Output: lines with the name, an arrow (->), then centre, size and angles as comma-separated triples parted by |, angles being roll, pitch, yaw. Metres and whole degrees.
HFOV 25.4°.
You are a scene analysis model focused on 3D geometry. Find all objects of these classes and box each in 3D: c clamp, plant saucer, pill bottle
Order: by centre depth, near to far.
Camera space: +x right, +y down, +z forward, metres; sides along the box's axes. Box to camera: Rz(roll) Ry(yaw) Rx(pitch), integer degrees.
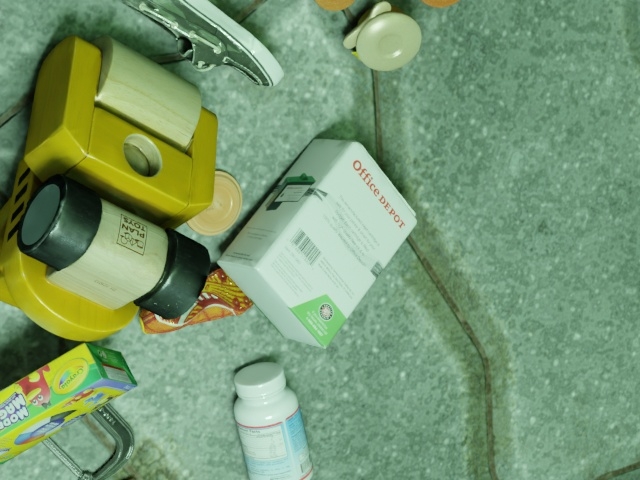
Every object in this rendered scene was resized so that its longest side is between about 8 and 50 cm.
c clamp -> -0.308, 0.248, 1.744 | 0.160, 0.022, 0.137 | 46, 72, -30
plant saucer -> -0.134, -0.046, 1.774 | 0.083, 0.013, 0.083 | -8, 107, -29
pill bottle -> -0.065, 0.244, 1.850 | 0.087, 0.087, 0.160 | -22, 113, -25

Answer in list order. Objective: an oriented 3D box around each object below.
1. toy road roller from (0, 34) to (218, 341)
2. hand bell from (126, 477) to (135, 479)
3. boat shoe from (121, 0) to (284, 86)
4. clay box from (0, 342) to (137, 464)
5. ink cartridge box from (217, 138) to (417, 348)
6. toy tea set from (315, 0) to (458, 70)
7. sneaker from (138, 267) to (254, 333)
toy road roller -> -0.268, -0.043, 1.613 | 0.202, 0.241, 0.329 | 28, 50, -34
hand bell -> -0.315, 0.371, 1.736 | 0.242, 0.126, 0.126 | -38, 120, -31
boat shoe -> -0.140, -0.241, 1.685 | 0.219, 0.078, 0.070 | 37, 82, -25
clay box -> -0.330, 0.196, 1.612 | 0.222, 0.127, 0.053 | -31, 76, 5
ink cartridge box -> 0.000, 0.000, 1.805 | 0.219, 0.093, 0.160 | -52, 124, -21
toy tea set -> 0.044, -0.373, 1.761 | 0.200, 0.124, 0.336 | -38, 128, 17
sneaker -> -0.154, 0.075, 1.774 | 0.175, 0.067, 0.064 | -9, 80, -44
